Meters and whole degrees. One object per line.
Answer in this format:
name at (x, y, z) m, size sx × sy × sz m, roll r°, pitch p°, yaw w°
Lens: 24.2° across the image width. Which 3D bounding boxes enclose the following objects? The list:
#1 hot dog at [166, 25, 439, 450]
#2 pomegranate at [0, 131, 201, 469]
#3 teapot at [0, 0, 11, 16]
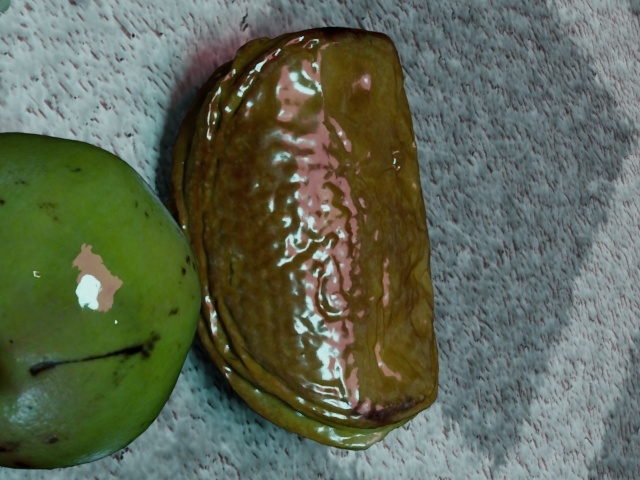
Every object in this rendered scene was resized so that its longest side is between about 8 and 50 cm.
hot dog at (0.000, 0.000, 0.991) m, size 0.196 × 0.122 × 0.272 m, roll -9°, pitch 92°, yaw -45°
pomegranate at (-0.151, 0.014, 0.802) m, size 0.179 × 0.179 × 0.210 m, roll 39°, pitch 35°, yaw -34°
teapot at (-0.231, -0.202, 0.799) m, size 0.178 × 0.221 × 0.163 m, roll 24°, pitch 23°, yaw -26°
